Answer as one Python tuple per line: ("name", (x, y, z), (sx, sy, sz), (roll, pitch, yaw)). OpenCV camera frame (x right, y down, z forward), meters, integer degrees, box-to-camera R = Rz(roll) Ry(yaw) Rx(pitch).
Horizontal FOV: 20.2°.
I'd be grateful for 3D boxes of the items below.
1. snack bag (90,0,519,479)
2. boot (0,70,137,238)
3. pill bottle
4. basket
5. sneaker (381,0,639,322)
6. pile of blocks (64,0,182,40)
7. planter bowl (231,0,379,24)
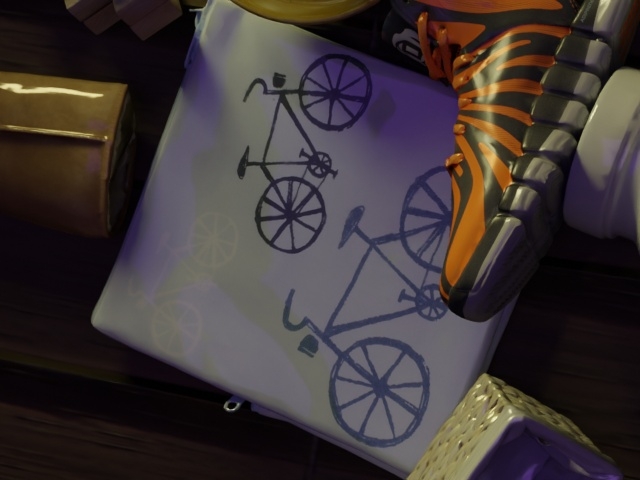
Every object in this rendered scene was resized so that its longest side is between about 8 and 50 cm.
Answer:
("snack bag", (0.000, 0.000, 1.495), (0.342, 0.037, 0.323), (22, 98, 12))
("boot", (-0.286, -0.139, 1.543), (0.269, 0.089, 0.236), (10, 106, 14))
("pill bottle", (0.333, -0.024, 1.335), (0.278, 0.162, 0.162), (21, 98, 19))
("basket", (0.138, 0.203, 1.418), (0.113, 0.103, 0.167), (30, 103, -18))
("sneaker", (0.118, -0.100, 1.390), (0.180, 0.124, 0.321), (20, 71, 15))
("pile of blocks", (-0.257, -0.311, 1.490), (0.112, 0.149, 0.362), (-33, 85, 14))
("planter bowl", (0.000, -0.280, 1.452), (0.217, 0.090, 0.217), (1, 94, 14))
